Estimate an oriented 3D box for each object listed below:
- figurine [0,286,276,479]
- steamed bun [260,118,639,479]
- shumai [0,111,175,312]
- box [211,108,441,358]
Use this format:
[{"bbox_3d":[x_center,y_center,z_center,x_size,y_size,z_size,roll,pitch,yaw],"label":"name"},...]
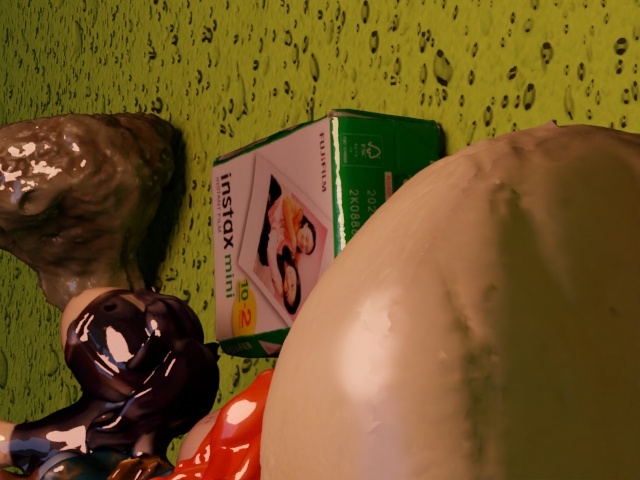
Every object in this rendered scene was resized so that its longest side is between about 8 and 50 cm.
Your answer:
[{"bbox_3d":[-0.102,0.195,1.160,0.412,0.241,0.306,25,80,38],"label":"figurine"},{"bbox_3d":[0.109,0.116,0.798,0.233,0.312,0.333,-30,55,55],"label":"steamed bun"},{"bbox_3d":[-0.257,-0.020,1.568,0.225,0.261,0.221,-10,84,28],"label":"shumai"},{"bbox_3d":[0.000,0.000,1.215,0.250,0.103,0.180,-17,73,60],"label":"box"}]
